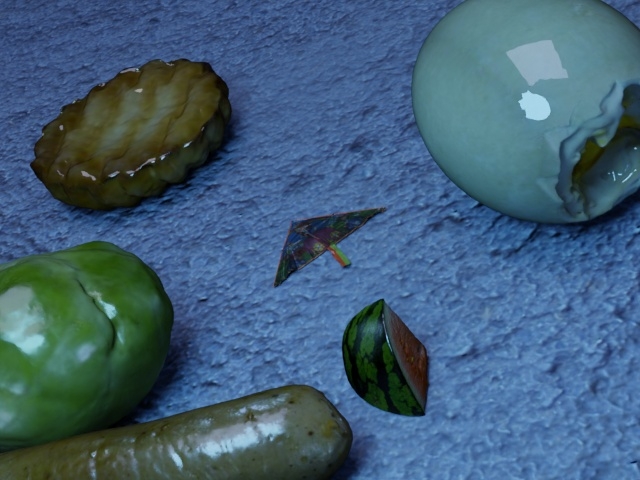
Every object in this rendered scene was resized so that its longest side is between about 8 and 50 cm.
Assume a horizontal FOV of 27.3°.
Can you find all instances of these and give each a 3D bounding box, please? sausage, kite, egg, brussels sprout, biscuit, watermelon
[{"bbox_3d":[-0.207,0.256,1.420,0.501,0.123,0.136,-15,25,14],"label":"sausage"},{"bbox_3d":[0.000,0.000,1.744,0.190,0.010,0.159,-36,37,-17],"label":"kite"},{"bbox_3d":[0.253,-0.174,1.589,0.278,0.278,0.336,-32,42,-11],"label":"egg"},{"bbox_3d":[-0.334,0.125,1.567,0.317,0.242,0.273,-10,31,21],"label":"brussels sprout"},{"bbox_3d":[-0.285,-0.159,2.046,0.326,0.107,0.325,-16,38,13],"label":"biscuit"},{"bbox_3d":[0.085,0.141,1.468,0.094,0.125,0.135,-11,54,-37],"label":"watermelon"}]
